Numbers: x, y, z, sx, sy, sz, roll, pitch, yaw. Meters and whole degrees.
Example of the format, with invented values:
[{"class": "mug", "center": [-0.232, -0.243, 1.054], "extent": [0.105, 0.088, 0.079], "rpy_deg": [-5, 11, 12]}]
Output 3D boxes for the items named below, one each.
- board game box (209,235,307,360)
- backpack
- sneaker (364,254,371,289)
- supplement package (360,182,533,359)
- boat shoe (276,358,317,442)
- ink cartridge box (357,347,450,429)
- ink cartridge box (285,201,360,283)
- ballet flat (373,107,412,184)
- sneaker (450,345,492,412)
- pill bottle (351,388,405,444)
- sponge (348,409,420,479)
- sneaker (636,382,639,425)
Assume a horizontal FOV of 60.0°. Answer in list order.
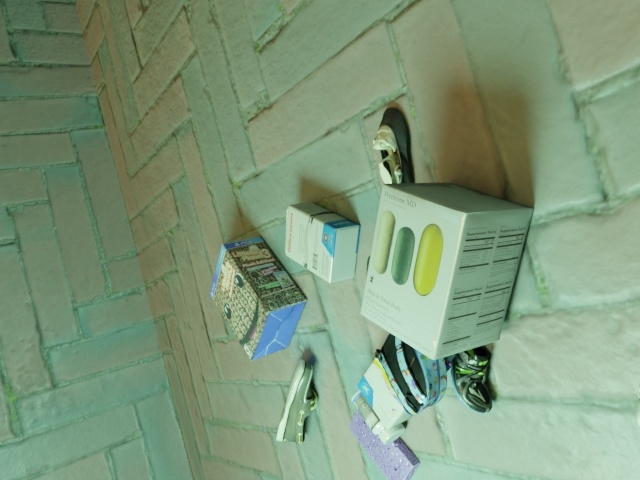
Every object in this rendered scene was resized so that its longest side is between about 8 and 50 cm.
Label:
[{"class": "board game box", "center": [-0.200, 0.174, 1.713], "extent": [0.291, 0.141, 0.232], "rpy_deg": [50, 136, 32]}, {"class": "backpack", "center": [0.202, 0.256, 1.125], "extent": [0.158, 0.116, 0.173], "rpy_deg": [108, 151, -46]}, {"class": "sneaker", "center": [0.148, 0.091, 1.294], "extent": [0.089, 0.051, 0.171], "rpy_deg": [13, 107, 56]}, {"class": "supplement package", "center": [0.226, 0.043, 1.030], "extent": [0.199, 0.197, 0.263], "rpy_deg": [28, 115, 47]}, {"class": "boat shoe", "center": [-0.060, 0.486, 1.661], "extent": [0.109, 0.091, 0.305], "rpy_deg": [-79, 4, -63]}, {"class": "ink cartridge box", "center": [0.188, 0.314, 1.283], "extent": [0.134, 0.077, 0.231], "rpy_deg": [52, 136, 31]}, {"class": "ink cartridge box", "center": [0.000, 0.000, 1.437], "extent": [0.203, 0.085, 0.148], "rpy_deg": [30, 123, 46]}, {"class": "ballet flat", "center": [0.152, -0.185, 1.191], "extent": [0.074, 0.074, 0.203], "rpy_deg": [-7, 94, 54]}, {"class": "sneaker", "center": [0.305, 0.256, 1.116], "extent": [0.078, 0.067, 0.188], "rpy_deg": [-23, 78, 60]}, {"class": "pill bottle", "center": [0.144, 0.430, 1.378], "extent": [0.137, 0.078, 0.078], "rpy_deg": [50, 136, 32]}, {"class": "sponge", "center": [0.158, 0.525, 1.427], "extent": [0.210, 0.031, 0.117], "rpy_deg": [46, 134, 36]}, {"class": "sneaker", "center": [0.560, 0.232, 0.702], "extent": [0.292, 0.118, 0.110], "rpy_deg": [-8, 97, 42]}]
